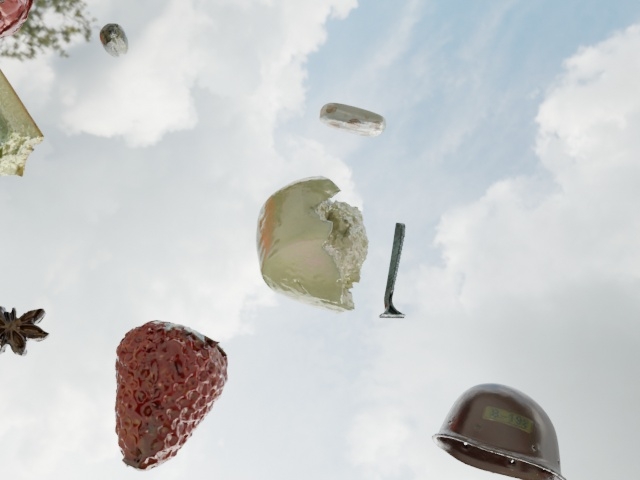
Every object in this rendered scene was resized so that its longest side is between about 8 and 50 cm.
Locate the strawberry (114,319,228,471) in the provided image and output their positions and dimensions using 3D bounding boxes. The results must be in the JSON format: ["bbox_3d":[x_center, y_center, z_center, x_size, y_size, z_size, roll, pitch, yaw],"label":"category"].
[{"bbox_3d":[-0.274,0.267,0.884,0.205,0.205,0.245,4,-116,32],"label":"strawberry"}]

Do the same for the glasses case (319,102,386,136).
[{"bbox_3d":[0.076,-0.283,1.205,0.063,0.164,0.041,128,-33,-54],"label":"glasses case"}]

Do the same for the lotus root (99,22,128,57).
[{"bbox_3d":[-0.414,-0.405,1.027,0.054,0.099,0.049,-30,-89,-13],"label":"lotus root"}]

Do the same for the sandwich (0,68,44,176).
[{"bbox_3d":[-0.585,-0.220,0.881,0.186,0.108,0.220,28,-64,8],"label":"sandwich"}]

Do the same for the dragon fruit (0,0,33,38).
[{"bbox_3d":[-0.602,-0.447,0.904,0.172,0.172,0.209,-63,-156,-8],"label":"dragon fruit"}]

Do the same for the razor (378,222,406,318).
[{"bbox_3d":[0.145,0.059,1.013,0.033,0.066,0.190,8,-88,57],"label":"razor"}]

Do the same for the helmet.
[{"bbox_3d":[0.247,0.249,0.673,0.175,0.155,0.106,16,-116,26],"label":"helmet"}]

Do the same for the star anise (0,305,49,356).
[{"bbox_3d":[-0.595,0.167,0.926,0.070,0.190,0.097,130,-39,-55],"label":"star anise"}]

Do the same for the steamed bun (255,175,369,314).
[{"bbox_3d":[0.000,0.000,0.836,0.225,0.199,0.170,-103,-145,-56],"label":"steamed bun"}]
